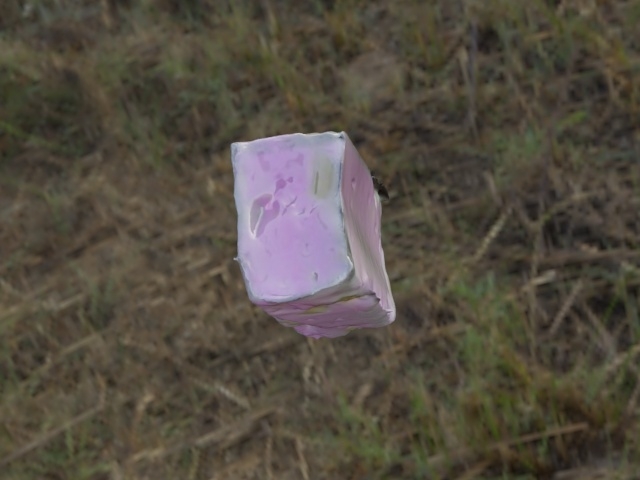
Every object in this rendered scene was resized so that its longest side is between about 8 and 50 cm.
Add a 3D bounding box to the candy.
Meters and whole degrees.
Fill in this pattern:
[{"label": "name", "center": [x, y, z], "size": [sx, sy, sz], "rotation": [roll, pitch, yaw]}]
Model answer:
[{"label": "candy", "center": [0.000, 0.000, 1.422], "size": [0.116, 0.265, 0.155], "rotation": [-6, 78, 9]}]
